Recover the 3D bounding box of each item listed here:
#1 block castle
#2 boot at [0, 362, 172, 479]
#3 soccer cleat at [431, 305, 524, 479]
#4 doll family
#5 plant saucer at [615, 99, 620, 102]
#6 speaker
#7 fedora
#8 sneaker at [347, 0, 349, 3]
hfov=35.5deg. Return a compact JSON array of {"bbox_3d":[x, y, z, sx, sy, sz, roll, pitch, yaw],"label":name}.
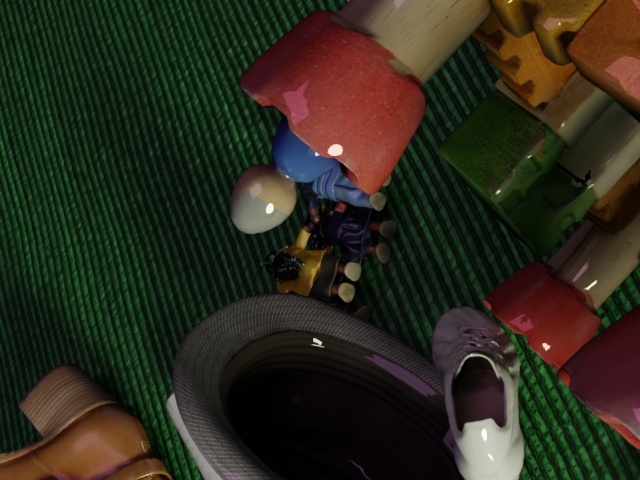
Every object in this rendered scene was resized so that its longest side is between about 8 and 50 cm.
[{"bbox_3d":[0.170,0.045,0.560,0.213,0.453,0.303,-47,56,4],"label":"block castle"},{"bbox_3d":[-0.261,0.291,0.990,0.283,0.109,0.220,-50,59,2],"label":"boot"},{"bbox_3d":[0.120,0.101,0.757,0.068,0.076,0.196,-11,32,7],"label":"soccer cleat"},{"bbox_3d":[0.000,0.000,0.918,0.111,0.076,0.193,14,78,40],"label":"doll family"},{"bbox_3d":[0.252,-0.216,0.738,0.317,0.044,0.318,3,64,-6],"label":"plant saucer"},{"bbox_3d":[-0.092,0.193,0.924,0.055,0.055,0.136,-46,56,13],"label":"speaker"},{"bbox_3d":[0.006,0.175,0.788,0.275,0.243,0.124,29,123,15],"label":"fedora"},{"bbox_3d":[0.040,-0.297,0.976,0.152,0.114,0.305,-27,57,39],"label":"sneaker"}]
